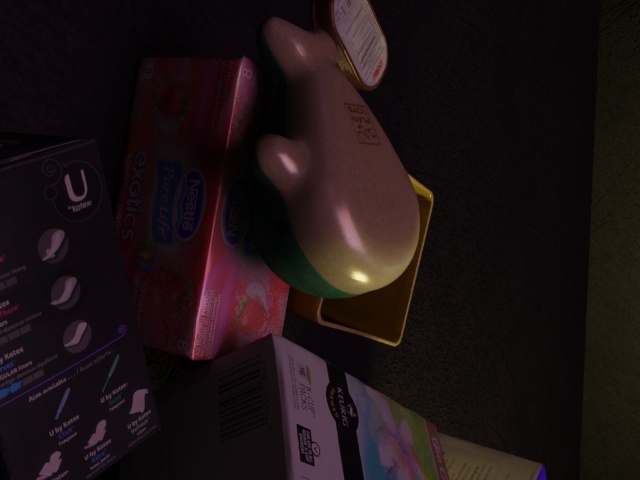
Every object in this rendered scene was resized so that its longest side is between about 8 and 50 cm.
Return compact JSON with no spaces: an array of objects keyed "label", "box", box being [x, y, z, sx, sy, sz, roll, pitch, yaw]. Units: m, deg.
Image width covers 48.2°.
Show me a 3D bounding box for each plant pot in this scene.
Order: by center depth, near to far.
[{"label":"plant pot","box":[0.000,0.000,0.920,0.212,0.187,0.212,26,77,-55]}]

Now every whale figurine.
[{"label":"whale figurine","box":[-0.010,-0.075,0.701,0.216,0.141,0.272,-11,81,-55]}]

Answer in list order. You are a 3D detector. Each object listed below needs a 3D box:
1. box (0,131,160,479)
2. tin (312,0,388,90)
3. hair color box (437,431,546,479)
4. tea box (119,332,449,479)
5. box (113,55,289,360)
[{"label":"box","box":[-0.256,0.059,0.578,0.143,0.165,0.270,-32,123,-48]},{"label":"tin","box":[0.048,-0.303,1.058,0.106,0.040,0.190,-60,141,-21]},{"label":"hair color box","box":[0.147,0.388,1.087,0.185,0.338,0.110,-45,134,-41]},{"label":"tea box","box":[-0.014,0.324,0.715,0.323,0.220,0.329,38,33,-43]},{"label":"box","box":[-0.118,-0.033,0.771,0.142,0.154,0.300,11,89,-56]}]
